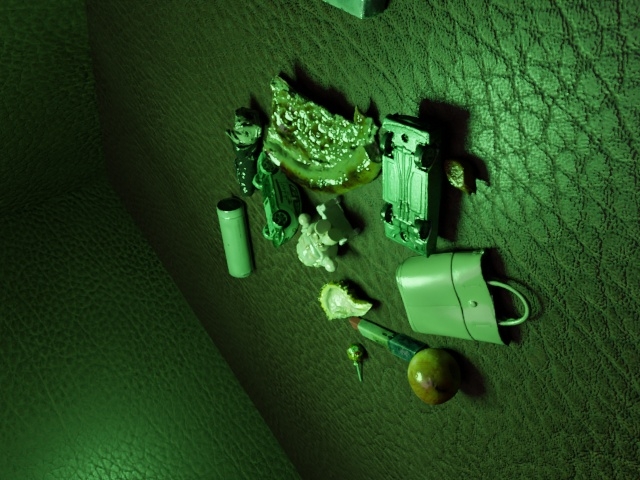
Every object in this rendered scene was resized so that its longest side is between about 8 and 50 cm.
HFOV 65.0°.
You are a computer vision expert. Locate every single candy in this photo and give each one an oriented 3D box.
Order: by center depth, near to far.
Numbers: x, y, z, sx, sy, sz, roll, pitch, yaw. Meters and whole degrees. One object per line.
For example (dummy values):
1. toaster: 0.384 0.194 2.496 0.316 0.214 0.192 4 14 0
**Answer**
1. candy: 0.130 0.431 1.749 0.060 0.060 0.201 33 147 39

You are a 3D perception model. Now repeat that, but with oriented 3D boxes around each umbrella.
1. umbrella: -0.253 -0.277 1.672 0.358 0.106 0.113 102 150 -52

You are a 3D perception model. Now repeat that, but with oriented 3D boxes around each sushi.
1. sushi: 0.290 -0.136 1.026 0.050 0.047 0.099 -43 61 48

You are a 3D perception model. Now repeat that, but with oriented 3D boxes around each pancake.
1. pancake: -0.011 -0.247 1.329 0.426 0.067 0.305 28 143 32

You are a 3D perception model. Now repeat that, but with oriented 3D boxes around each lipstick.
1. lipstick: 0.019 -0.552 1.059 0.289 0.077 0.076 41 144 29
2. lipstick: 0.192 0.295 1.527 0.312 0.051 0.051 16 130 52

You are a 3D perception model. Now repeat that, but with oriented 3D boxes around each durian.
1. durian: 0.090 0.187 1.576 0.224 0.078 0.141 2 105 45

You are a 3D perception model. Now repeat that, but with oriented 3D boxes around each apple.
1. apple: 0.304 0.359 1.325 0.146 0.146 0.147 37 142 36

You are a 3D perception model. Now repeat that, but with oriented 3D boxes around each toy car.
1. toy car: 0.203 -0.122 1.115 0.141 0.097 0.321 32 140 41
2. toy car: -0.128 -0.133 1.588 0.136 0.125 0.306 136 126 -64

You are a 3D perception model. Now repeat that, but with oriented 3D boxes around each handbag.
1. handbag: 0.339 0.129 1.164 0.315 0.109 0.241 -5 112 44

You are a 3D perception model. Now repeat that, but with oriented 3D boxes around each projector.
1. projector: -0.342 -0.007 2.035 0.108 0.108 0.338 34 140 38

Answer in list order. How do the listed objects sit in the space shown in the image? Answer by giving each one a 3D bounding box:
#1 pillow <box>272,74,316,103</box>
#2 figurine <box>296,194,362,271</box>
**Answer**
1. pillow: -0.069 -0.363 1.396 0.211 0.034 0.135 45 152 28
2. figurine: 0.003 -0.009 1.494 0.182 0.145 0.256 40 147 -4
